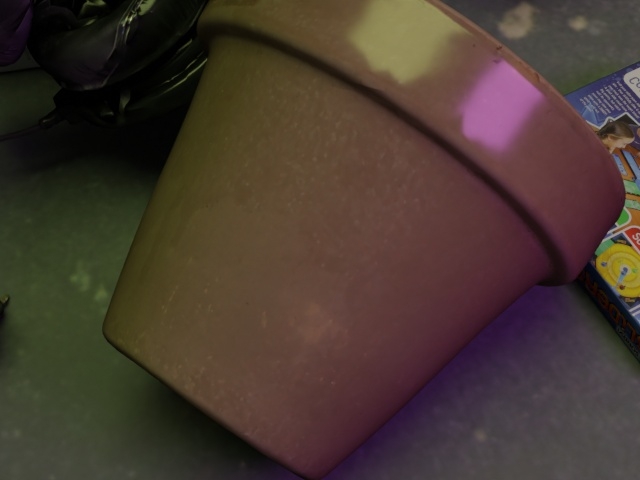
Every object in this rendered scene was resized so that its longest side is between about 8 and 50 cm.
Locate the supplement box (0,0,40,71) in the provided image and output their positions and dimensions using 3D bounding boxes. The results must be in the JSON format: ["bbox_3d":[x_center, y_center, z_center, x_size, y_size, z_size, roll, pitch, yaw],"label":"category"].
[{"bbox_3d":[-0.225,-0.200,0.883,0.220,0.111,0.114,-7,57,-2],"label":"supplement box"}]

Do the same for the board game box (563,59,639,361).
[{"bbox_3d":[0.218,-0.020,0.786,0.136,0.035,0.201,-25,59,-12],"label":"board game box"}]

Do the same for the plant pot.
[{"bbox_3d":[0.000,0.000,0.680,0.263,0.263,0.229,32,81,21],"label":"plant pot"}]

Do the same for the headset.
[{"bbox_3d":[-0.158,-0.135,0.727,0.243,0.394,0.185,18,24,-35],"label":"headset"}]
